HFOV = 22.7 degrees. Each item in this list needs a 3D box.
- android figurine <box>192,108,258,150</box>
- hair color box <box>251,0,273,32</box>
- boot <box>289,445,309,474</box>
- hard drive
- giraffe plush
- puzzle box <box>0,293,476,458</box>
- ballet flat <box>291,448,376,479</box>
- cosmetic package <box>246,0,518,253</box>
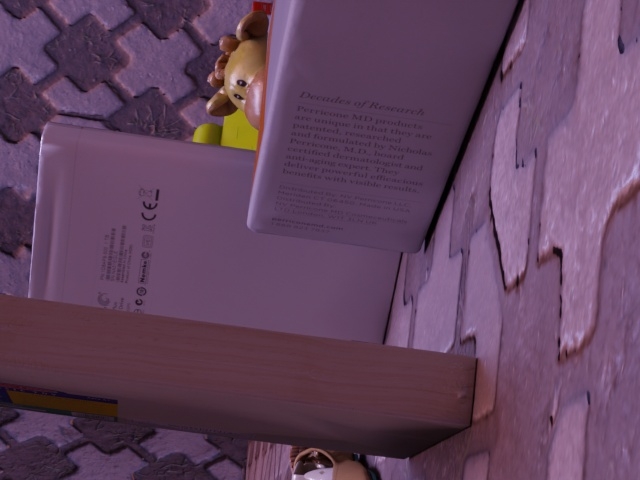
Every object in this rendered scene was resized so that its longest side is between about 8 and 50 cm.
[{"bbox_3d":[-0.032,-0.113,1.780,0.273,0.248,0.056,-84,-26,-53],"label":"android figurine"},{"bbox_3d":[-0.008,-0.239,1.992,0.053,0.167,0.093,-93,12,-63],"label":"hair color box"},{"bbox_3d":[-0.004,0.261,1.847,0.158,0.059,0.084,-71,-12,-69],"label":"boot"},{"bbox_3d":[-0.103,0.018,1.566,0.047,0.353,0.233,-90,9,-62],"label":"hard drive"},{"bbox_3d":[-0.016,-0.159,1.585,0.210,0.170,0.181,38,121,59],"label":"giraffe plush"},{"bbox_3d":[-0.110,0.102,1.187,0.272,0.409,0.052,121,156,-76],"label":"puzzle box"},{"bbox_3d":[0.009,0.247,1.555,0.232,0.073,0.080,-175,92,-85],"label":"ballet flat"},{"bbox_3d":[0.050,-0.201,1.255,0.453,0.162,0.230,106,170,-59],"label":"cosmetic package"}]
